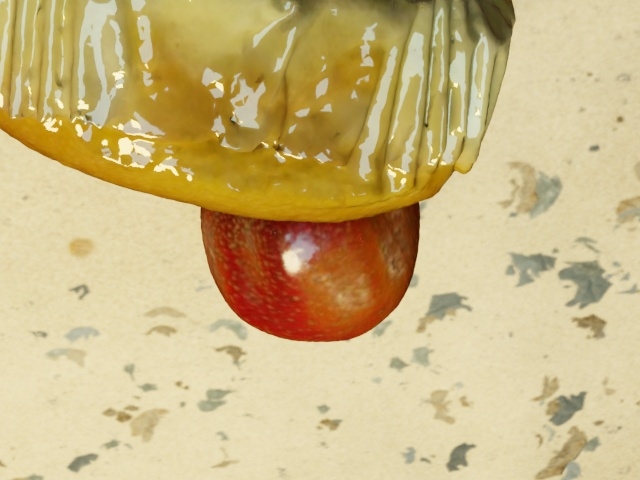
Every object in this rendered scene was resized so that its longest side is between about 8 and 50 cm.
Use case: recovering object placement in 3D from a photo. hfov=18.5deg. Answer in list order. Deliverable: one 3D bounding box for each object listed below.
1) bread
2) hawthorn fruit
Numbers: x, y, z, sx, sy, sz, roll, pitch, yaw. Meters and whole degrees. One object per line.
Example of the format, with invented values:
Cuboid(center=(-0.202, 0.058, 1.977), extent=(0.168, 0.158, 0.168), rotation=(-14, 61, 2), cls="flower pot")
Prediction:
Cuboid(center=(-0.065, -0.135, 1.270), extent=(0.388, 0.236, 0.183), rotation=(12, 123, -18), cls="bread")
Cuboid(center=(0.000, 0.000, 1.448), extent=(0.169, 0.169, 0.188), rotation=(-19, 127, 7), cls="hawthorn fruit")
